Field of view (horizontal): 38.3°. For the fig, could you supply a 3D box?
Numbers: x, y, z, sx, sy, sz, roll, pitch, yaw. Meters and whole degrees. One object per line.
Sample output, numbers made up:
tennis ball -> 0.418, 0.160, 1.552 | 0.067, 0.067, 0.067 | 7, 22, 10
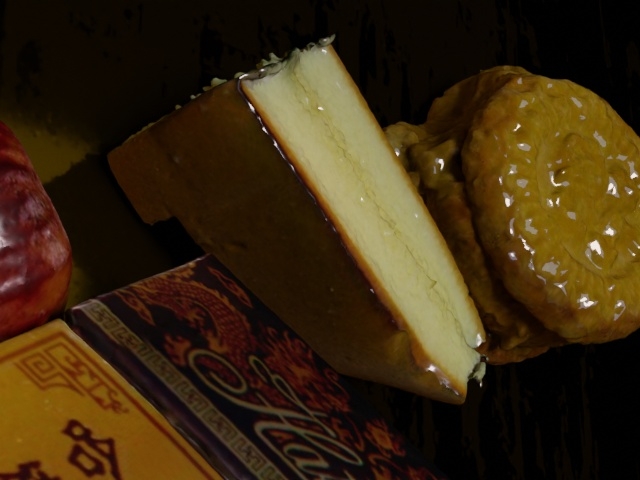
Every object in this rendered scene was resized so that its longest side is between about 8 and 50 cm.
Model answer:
fig -> -0.182, -0.003, 0.401 | 0.151, 0.128, 0.128 | 16, 66, -23

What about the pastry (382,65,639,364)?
pastry -> 0.177, -0.026, 0.737 | 0.240, 0.132, 0.235 | -36, 103, -45

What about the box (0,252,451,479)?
box -> -0.078, 0.167, 0.303 | 0.264, 0.115, 0.415 | 42, 26, 13

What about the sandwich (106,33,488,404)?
sandwich -> 0.000, 0.000, 0.567 | 0.235, 0.128, 0.122 | 58, 43, -15
